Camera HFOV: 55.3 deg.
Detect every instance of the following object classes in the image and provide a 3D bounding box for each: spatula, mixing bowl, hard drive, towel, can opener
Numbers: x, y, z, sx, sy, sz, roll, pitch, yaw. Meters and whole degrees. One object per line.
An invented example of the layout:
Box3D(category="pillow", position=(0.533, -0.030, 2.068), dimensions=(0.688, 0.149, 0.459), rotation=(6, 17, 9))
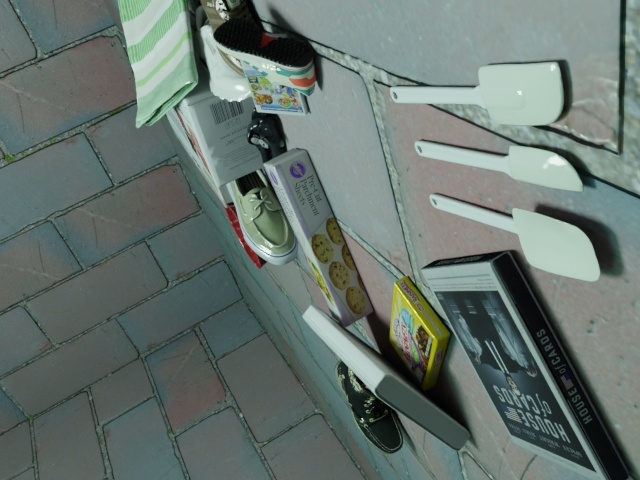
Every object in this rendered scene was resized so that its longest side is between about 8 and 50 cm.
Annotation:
Box3D(category="spatula", position=(0.134, -0.064, 0.521), dimensions=(0.168, 0.019, 0.242), rotation=(65, 166, -20))
Box3D(category="mixing bowl", position=(-0.150, -0.032, 1.493), dimensions=(0.182, 0.098, 0.181), rotation=(56, 167, 20))
Box3D(category="hard drive", position=(0.099, 0.222, 1.042), dimensions=(0.203, 0.040, 0.307), rotation=(39, 178, -25))
Box3D(category="towel", position=(-0.299, -0.390, 1.082), dimensions=(0.247, 0.038, 0.325), rotation=(-17, 80, 53))
Box3D(category="can opener", position=(-0.088, -0.163, 1.112), dimensions=(0.059, 0.073, 0.186), rotation=(11, 148, 20))

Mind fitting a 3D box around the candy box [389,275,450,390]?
Box3D(category="candy box", position=(0.142, 0.143, 0.906), dimensions=(0.105, 0.027, 0.206), rotation=(58, 167, 30))

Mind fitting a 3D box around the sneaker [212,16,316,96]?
Box3D(category="sneaker", position=(-0.073, -0.234, 0.800), dimensions=(0.161, 0.057, 0.075), rotation=(27, 156, 25))

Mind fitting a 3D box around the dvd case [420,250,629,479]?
Box3D(category="dvd case", position=(0.201, 0.125, 0.639), dimensions=(0.239, 0.029, 0.179), rotation=(62, 168, -1))

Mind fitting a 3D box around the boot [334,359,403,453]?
Box3D(category="boot", position=(0.114, 0.352, 1.320), dimensions=(0.237, 0.085, 0.179), rotation=(59, 165, 12))

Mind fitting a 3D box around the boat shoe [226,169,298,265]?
Box3D(category="boat shoe", position=(-0.144, -0.078, 1.365), dimensions=(0.302, 0.109, 0.094), rotation=(57, 163, 28))

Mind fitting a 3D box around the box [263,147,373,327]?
Box3D(category="box", position=(0.000, 0.000, 1.063), dimensions=(0.063, 0.067, 0.324), rotation=(29, 144, 64))

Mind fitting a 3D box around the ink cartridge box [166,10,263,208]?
Box3D(category="ink cartridge box", position=(-0.229, -0.263, 1.239), dimensions=(0.309, 0.130, 0.272), rotation=(52, 163, 37))

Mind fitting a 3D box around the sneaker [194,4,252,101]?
Box3D(category="sneaker", position=(-0.150, -0.301, 0.982), dimensions=(0.235, 0.090, 0.095), rotation=(47, 151, 43))

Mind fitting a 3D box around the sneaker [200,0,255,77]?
Box3D(category="sneaker", position=(-0.131, -0.323, 0.885), dimensions=(0.189, 0.066, 0.071), rotation=(59, 166, 6))

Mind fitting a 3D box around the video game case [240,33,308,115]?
Box3D(category="video game case", position=(-0.069, -0.233, 0.861), dimensions=(0.087, 0.011, 0.122), rotation=(11, 138, 27))
